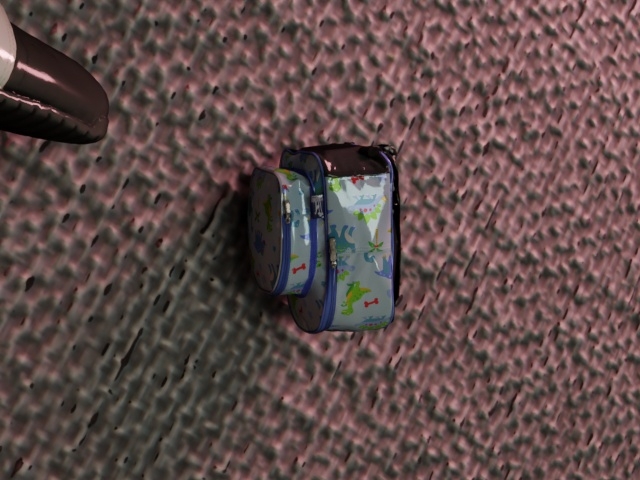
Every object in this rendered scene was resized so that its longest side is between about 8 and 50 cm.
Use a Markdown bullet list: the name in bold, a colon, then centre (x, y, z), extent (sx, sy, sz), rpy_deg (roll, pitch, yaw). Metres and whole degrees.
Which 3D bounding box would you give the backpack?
- **backpack**: centre (0.000, 0.000, 0.848), extent (0.084, 0.105, 0.114), rpy_deg (-7, 98, -15)

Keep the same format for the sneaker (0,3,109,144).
- **sneaker**: centre (-0.217, -0.160, 0.643), extent (0.330, 0.122, 0.146), rpy_deg (32, 75, -36)
